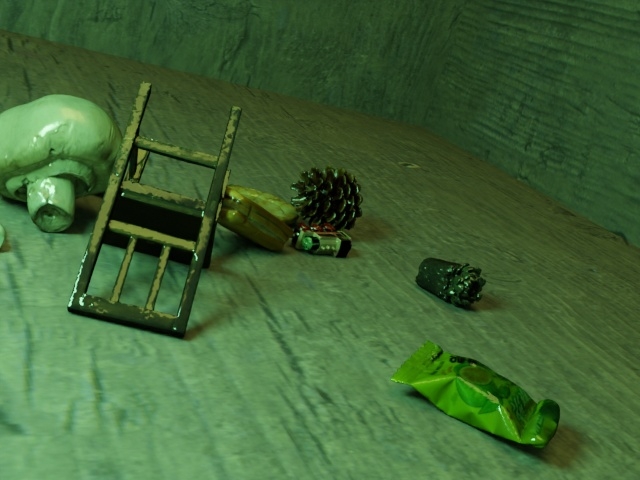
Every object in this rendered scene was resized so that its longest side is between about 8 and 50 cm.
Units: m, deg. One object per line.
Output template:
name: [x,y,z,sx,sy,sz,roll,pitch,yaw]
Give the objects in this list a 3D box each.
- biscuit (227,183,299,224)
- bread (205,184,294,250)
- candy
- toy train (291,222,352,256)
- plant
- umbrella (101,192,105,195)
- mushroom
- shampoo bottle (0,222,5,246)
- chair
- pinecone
biscuit: [-0.157,-0.076,1.843,0.203,0.041,0.260,26,20,9]
bread: [-0.146,-0.043,1.621,0.116,0.077,0.200,18,-10,38]
candy: [0.243,0.239,1.233,0.246,0.069,0.149,29,25,17]
toy train: [0.000,0.000,1.745,0.138,0.050,0.087,1,28,-43]
plant: [0.278,0.084,1.697,0.143,0.094,0.092,23,7,31]
umbrella: [-0.453,-0.117,1.661,0.188,0.046,0.050,17,13,-1]
mushroom: [-0.475,-0.128,1.434,0.254,0.234,0.260,1,-21,-29]
shampoo bottle: [-0.562,-0.033,1.301,0.077,0.045,0.152,4,24,-32]
chair: [-0.273,-0.017,1.353,0.203,0.416,0.240,16,-27,-9]
pinecone: [0.006,-0.100,1.843,0.165,0.163,0.163,19,12,-44]
